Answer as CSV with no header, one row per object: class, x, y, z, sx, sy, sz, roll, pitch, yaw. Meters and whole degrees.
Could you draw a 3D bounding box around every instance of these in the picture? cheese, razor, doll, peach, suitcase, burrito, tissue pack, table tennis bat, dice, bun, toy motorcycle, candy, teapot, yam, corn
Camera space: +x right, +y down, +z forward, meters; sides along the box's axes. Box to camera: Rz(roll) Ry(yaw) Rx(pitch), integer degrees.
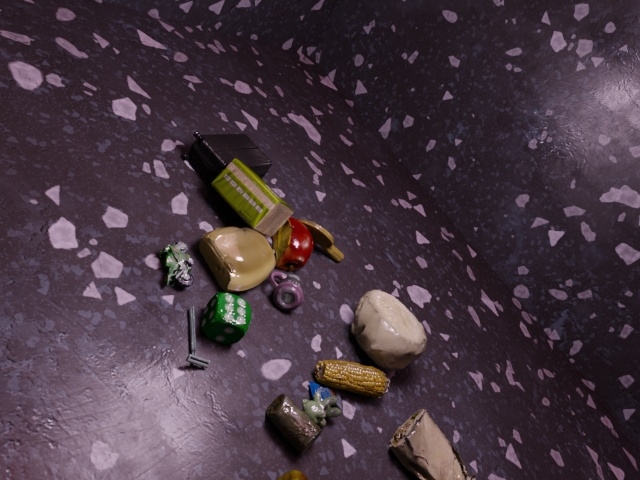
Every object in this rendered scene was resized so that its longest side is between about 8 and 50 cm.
cheese,-0.291,0.056,1.846,0.315,0.128,0.260,-20,78,-51
razor,-0.396,0.297,1.529,0.084,0.035,0.211,38,21,-44
doll,0.005,0.556,1.613,0.150,0.077,0.115,-3,79,-42
peach,-0.113,0.000,2.089,0.153,0.158,0.268,30,32,-32
suitcase,-0.397,-0.355,2.160,0.230,0.152,0.335,48,32,13
burrito,0.397,0.795,1.740,0.332,0.135,0.190,52,41,8
tissue pack,-0.276,-0.170,2.001,0.274,0.167,0.200,43,2,17
table tennis bat,0.000,0.000,2.226,0.321,0.198,0.050,42,66,-36
dice,-0.306,0.252,1.594,0.130,0.120,0.129,26,37,-24
bun,0.264,0.377,2.019,0.359,0.211,0.360,33,22,-15
toy motorcycle,-0.485,0.075,1.649,0.106,0.074,0.190,6,48,-33
candy,0.022,0.542,1.708,0.136,0.038,0.088,26,24,-31
teapot,-0.133,0.188,1.895,0.148,0.116,0.146,12,22,0
yam,-0.082,0.563,1.507,0.183,0.107,0.107,44,31,6
corn,0.120,0.502,1.799,0.317,0.115,0.115,23,37,-30

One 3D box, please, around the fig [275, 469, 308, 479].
fig,-0.086,0.704,1.309,0.165,0.144,0.154,-1,89,-39
